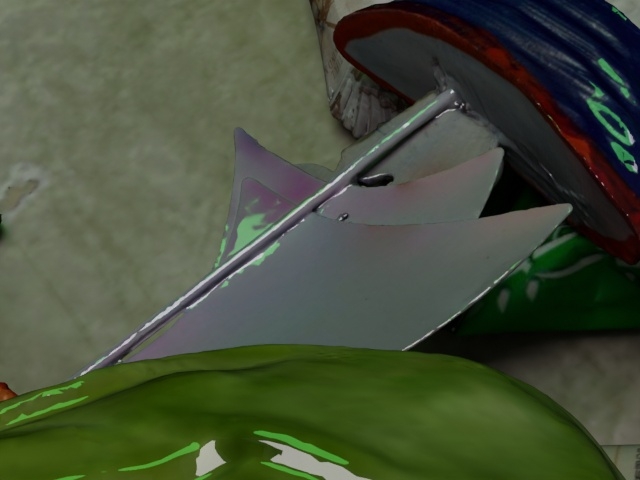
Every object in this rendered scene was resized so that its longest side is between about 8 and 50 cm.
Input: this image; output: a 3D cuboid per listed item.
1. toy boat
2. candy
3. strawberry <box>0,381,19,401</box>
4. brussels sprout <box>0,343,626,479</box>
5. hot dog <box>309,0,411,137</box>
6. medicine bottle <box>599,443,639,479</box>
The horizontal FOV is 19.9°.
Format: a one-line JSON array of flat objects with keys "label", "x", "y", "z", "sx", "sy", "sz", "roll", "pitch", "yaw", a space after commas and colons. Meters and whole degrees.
[{"label": "toy boat", "x": 0.027, "y": -0.002, "z": 0.735, "sx": 0.219, "sy": 0.072, "sz": 0.318, "roll": 11, "pitch": 49, "yaw": 37}, {"label": "candy", "x": 0.152, "y": -0.008, "z": 0.788, "sx": 0.203, "sy": 0.078, "sz": 0.141, "roll": 4, "pitch": 43, "yaw": 34}, {"label": "strawberry", "x": -0.168, "y": 0.121, "z": 0.768, "sx": 0.145, "sy": 0.086, "sz": 0.145, "roll": -6, "pitch": 55, "yaw": 9}, {"label": "brussels sprout", "x": -0.013, "y": 0.168, "z": 0.493, "sx": 0.328, "sy": 0.247, "sz": 0.328, "roll": -4, "pitch": 54, "yaw": 5}, {"label": "hot dog", "x": 0.041, "y": -0.132, "z": 0.918, "sx": 0.108, "sy": 0.059, "sz": 0.191, "roll": -24, "pitch": 55, "yaw": 14}, {"label": "medicine bottle", "x": 0.039, "y": 0.134, "z": 0.687, "sx": 0.252, "sy": 0.114, "sz": 0.114, "roll": -2, "pitch": 54, "yaw": 14}]
